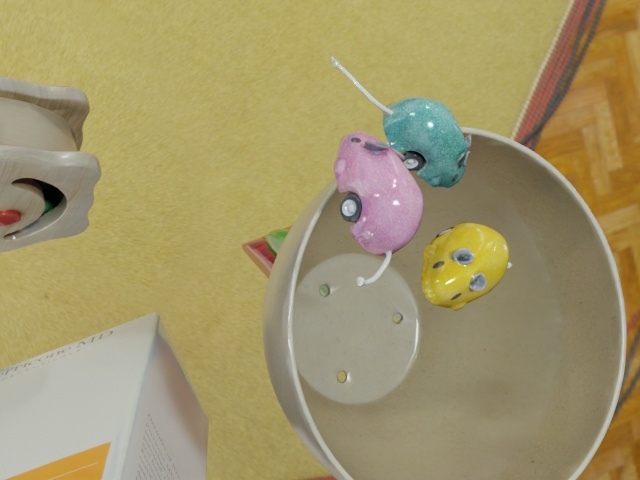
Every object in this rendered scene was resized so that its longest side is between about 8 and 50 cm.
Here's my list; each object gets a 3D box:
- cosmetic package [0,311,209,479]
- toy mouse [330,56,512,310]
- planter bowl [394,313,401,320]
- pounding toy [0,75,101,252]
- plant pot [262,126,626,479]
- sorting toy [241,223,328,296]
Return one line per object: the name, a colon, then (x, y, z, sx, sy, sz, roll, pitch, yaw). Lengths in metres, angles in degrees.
cosmetic package: (-0.234, 0.240, 0.750, 0.230, 0.453, 0.161, -21, 105, -2)
toy mouse: (0.048, -0.034, 0.415, 0.161, 0.031, 0.143, -25, 90, -54)
planter bowl: (0.126, 0.038, 1.045, 0.109, 0.162, 0.162, -39, 108, 21)
pounding toy: (-0.303, -0.082, 0.783, 0.154, 0.269, 0.154, -7, 71, -24)
plant pot: (0.069, 0.070, 0.673, 0.284, 0.191, 0.283, 3, 82, -24)
sorting toy: (0.000, 0.000, 1.205, 0.127, 0.365, 0.126, 47, 74, -10)
